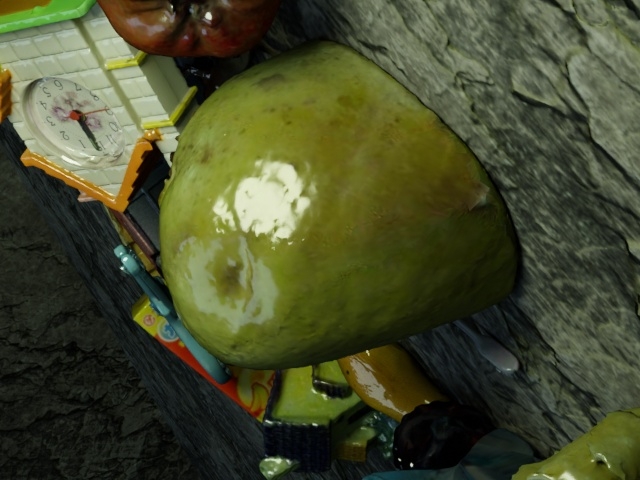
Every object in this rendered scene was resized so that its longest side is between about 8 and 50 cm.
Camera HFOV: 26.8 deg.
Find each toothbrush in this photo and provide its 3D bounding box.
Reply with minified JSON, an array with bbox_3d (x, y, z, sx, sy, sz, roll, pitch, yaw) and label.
[{"bbox_3d":[0.101,0.048,1.523,0.354,0.024,0.029,41,167,35],"label":"toothbrush"}]

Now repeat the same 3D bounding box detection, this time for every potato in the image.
[{"bbox_3d":[0.000,0.000,1.267,0.330,0.280,0.213,60,165,-14],"label":"potato"}]

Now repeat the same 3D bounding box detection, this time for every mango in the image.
[{"bbox_3d":[0.089,0.177,1.716,0.190,0.075,0.098,39,136,12],"label":"mango"}]

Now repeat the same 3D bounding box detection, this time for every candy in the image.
[{"bbox_3d":[-0.128,0.139,1.967,0.276,0.146,0.088,42,-178,-12],"label":"candy"}]

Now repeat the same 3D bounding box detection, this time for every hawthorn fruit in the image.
[{"bbox_3d":[-0.124,-0.285,1.209,0.248,0.208,0.208,-108,-1,-47],"label":"hawthorn fruit"}]

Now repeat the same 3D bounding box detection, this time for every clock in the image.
[{"bbox_3d":[-0.240,-0.146,1.364,0.219,0.106,0.255,-5,130,32],"label":"clock"}]

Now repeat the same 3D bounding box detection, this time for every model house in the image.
[{"bbox_3d":[0.010,0.247,1.840,0.170,0.211,0.194,49,162,23],"label":"model house"}]

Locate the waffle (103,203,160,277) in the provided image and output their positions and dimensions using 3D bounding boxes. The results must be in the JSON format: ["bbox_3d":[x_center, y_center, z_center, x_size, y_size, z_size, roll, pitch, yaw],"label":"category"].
[{"bbox_3d":[-0.208,-0.003,2.003,0.057,0.168,0.274,42,160,54],"label":"waffle"}]

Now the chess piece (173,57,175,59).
[{"bbox_3d":[-0.272,-0.307,1.480,0.330,0.182,0.182,59,165,14],"label":"chess piece"}]

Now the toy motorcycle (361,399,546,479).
[{"bbox_3d":[0.195,0.351,1.502,0.416,0.232,0.172,42,149,34],"label":"toy motorcycle"}]

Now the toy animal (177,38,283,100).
[{"bbox_3d":[-0.113,-0.233,1.490,0.260,0.087,0.244,27,134,64],"label":"toy animal"}]

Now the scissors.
[{"bbox_3d":[-0.198,0.085,1.725,0.180,0.032,0.393,50,174,20],"label":"scissors"}]

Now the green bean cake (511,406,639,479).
[{"bbox_3d":[0.259,0.335,1.222,0.285,0.202,0.310,48,141,16],"label":"green bean cake"}]

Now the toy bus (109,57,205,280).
[{"bbox_3d":[-0.196,-0.098,1.737,0.427,0.203,0.233,55,168,-10],"label":"toy bus"}]
